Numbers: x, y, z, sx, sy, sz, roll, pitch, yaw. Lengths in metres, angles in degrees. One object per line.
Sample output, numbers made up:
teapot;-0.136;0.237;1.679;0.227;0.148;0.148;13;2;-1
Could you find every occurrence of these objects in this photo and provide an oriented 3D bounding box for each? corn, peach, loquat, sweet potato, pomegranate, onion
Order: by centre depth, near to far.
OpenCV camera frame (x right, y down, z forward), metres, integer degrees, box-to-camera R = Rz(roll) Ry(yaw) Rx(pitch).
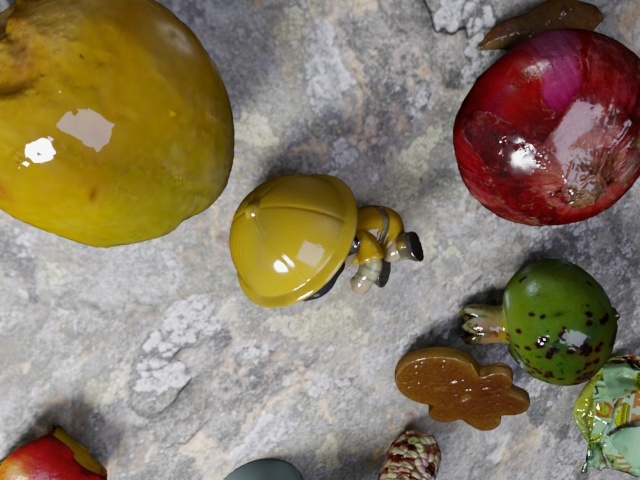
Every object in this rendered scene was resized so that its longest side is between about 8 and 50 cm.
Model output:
loquat;-0.229;-0.122;0.729;0.276;0.276;0.284;-36;122;-6
peach;-0.365;0.321;0.932;0.151;0.151;0.118;-31;74;-9
onion;0.316;-0.144;0.943;0.276;0.276;0.276;-8;113;-20
sweet potato;0.316;-0.308;0.995;0.218;0.051;0.065;-16;116;-17
corn;0.118;0.418;1.105;0.280;0.092;0.092;-54;130;-43
pomegranate;0.348;0.133;1.121;0.247;0.202;0.202;-7;116;13

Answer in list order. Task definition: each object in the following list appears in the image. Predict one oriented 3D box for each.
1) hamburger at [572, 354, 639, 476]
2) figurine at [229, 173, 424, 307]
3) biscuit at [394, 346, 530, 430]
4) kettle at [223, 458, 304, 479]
hamburger;0.557;0.340;1.314;0.214;0.125;0.235;39;88;-24
figurine;-0.001;-0.005;0.923;0.256;0.192;0.167;-4;86;-46
biscuit;0.228;0.239;1.144;0.236;0.039;0.180;30;131;-23
kettle;-0.039;0.477;1.048;0.210;0.243;0.160;36;94;-31
